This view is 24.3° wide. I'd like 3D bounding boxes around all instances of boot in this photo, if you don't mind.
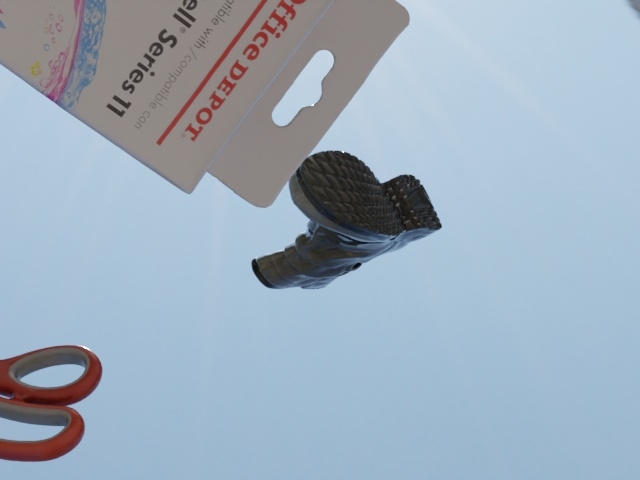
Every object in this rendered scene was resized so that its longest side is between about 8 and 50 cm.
[{"bbox_3d":[0.000,0.000,1.370,0.246,0.161,0.083,11,-129,-62],"label":"boot"}]

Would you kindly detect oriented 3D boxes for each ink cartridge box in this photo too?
[{"bbox_3d":[-0.118,-0.180,1.039,0.353,0.207,0.119,35,-172,-15],"label":"ink cartridge box"}]

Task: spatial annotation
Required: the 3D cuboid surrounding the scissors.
[{"bbox_3d":[-0.295,0.100,1.079,0.297,0.021,0.109,7,-137,18],"label":"scissors"}]
